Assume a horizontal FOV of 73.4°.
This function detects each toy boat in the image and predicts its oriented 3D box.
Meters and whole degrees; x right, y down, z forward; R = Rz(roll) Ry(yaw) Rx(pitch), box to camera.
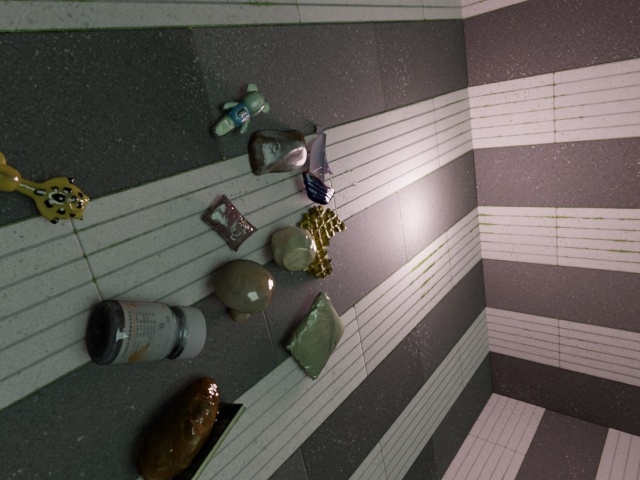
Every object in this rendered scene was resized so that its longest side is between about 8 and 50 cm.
[{"bbox_3d":[-0.009,-0.294,1.688,0.219,0.071,0.319,-21,108,-59],"label":"toy boat"}]

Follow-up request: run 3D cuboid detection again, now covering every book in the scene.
[{"bbox_3d":[-0.355,0.639,1.304,0.018,0.228,0.323,41,60,-8],"label":"book"}]

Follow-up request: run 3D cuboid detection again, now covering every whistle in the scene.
[{"bbox_3d":[-0.264,-0.412,1.401,0.236,0.077,0.114,-50,119,-26],"label":"whistle"}]

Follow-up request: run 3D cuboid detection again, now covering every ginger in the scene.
[{"bbox_3d":[-0.397,0.560,1.271,0.321,0.172,0.165,-52,123,-30],"label":"ginger"}]

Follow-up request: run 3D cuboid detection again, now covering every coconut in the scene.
[{"bbox_3d":[-0.099,0.025,1.568,0.160,0.162,0.161,-9,128,-12],"label":"coconut"}]

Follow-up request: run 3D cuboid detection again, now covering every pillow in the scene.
[{"bbox_3d":[-0.017,0.392,1.761,0.274,0.076,0.281,-55,136,-27],"label":"pillow"},{"bbox_3d":[-0.298,-0.055,1.419,0.118,0.043,0.185,-54,127,-22],"label":"pillow"}]

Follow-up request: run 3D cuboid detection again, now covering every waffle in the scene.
[{"bbox_3d":[0.000,0.000,1.743,0.259,0.068,0.293,30,70,-47],"label":"waffle"}]

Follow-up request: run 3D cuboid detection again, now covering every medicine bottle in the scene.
[{"bbox_3d":[-0.465,0.249,1.167,0.273,0.165,0.165,14,83,-47],"label":"medicine bottle"}]

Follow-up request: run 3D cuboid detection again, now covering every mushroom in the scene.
[{"bbox_3d":[-0.253,0.158,1.411,0.206,0.209,0.207,14,61,-26],"label":"mushroom"}]

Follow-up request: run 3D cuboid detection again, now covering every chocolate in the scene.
[{"bbox_3d":[-0.136,-0.321,1.544,0.253,0.080,0.157,-17,107,-46],"label":"chocolate"}]

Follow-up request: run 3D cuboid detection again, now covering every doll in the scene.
[{"bbox_3d":[-0.665,-0.122,0.963,0.291,0.086,0.117,28,68,-48],"label":"doll"}]
